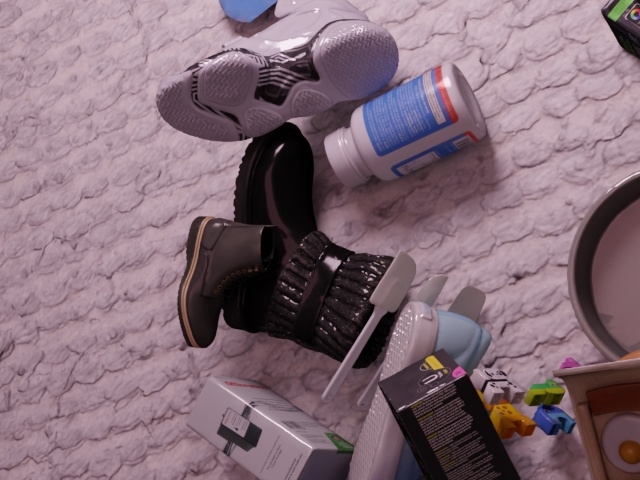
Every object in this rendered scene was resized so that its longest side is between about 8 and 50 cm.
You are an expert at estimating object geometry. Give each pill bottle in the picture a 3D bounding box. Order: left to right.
[{"bbox_3d":[0.121,-0.163,1.583,0.221,0.124,0.124,-24,69,20],"label":"pill bottle"}]

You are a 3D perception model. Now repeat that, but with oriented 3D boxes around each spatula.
[{"bbox_3d":[0.117,0.149,1.513,0.242,0.168,0.019,-60,29,7],"label":"spatula"}]

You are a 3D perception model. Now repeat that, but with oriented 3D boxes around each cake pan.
[{"bbox_3d":[0.473,0.044,1.395,0.293,0.054,0.293,-6,76,26],"label":"cake pan"}]

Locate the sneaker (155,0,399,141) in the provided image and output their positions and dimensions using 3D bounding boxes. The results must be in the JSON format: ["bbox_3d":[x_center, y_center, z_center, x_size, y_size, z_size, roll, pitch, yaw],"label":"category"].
[{"bbox_3d":[-0.073,-0.272,1.642,0.365,0.137,0.210,-15,32,0],"label":"sneaker"}]

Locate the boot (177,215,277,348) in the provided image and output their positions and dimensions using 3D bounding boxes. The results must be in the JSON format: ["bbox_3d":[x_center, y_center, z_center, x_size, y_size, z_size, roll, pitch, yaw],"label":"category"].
[{"bbox_3d":[-0.134,0.065,1.574,0.137,0.077,0.198,3,92,31],"label":"boot"}]

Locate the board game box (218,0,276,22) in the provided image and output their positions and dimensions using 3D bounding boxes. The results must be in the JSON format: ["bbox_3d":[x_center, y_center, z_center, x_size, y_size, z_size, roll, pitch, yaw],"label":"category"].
[{"bbox_3d":[-0.096,-0.439,1.811,0.168,0.033,0.133,-36,60,11],"label":"board game box"}]

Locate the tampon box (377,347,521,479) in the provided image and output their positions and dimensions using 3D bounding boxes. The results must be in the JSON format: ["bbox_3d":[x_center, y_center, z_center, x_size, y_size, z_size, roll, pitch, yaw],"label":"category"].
[{"bbox_3d":[0.160,0.239,1.352,0.101,0.120,0.161,-28,103,-4],"label":"tampon box"}]

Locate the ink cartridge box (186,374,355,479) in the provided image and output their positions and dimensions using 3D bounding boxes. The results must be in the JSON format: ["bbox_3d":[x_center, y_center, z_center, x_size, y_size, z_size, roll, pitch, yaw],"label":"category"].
[{"bbox_3d":[-0.070,0.288,1.567,0.208,0.153,0.087,30,94,30],"label":"ink cartridge box"}]

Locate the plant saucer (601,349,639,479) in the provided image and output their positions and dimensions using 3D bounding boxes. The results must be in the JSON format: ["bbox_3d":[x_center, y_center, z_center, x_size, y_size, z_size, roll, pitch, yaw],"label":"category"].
[{"bbox_3d":[0.437,0.233,1.343,0.199,0.037,0.200,5,103,24],"label":"plant saucer"}]

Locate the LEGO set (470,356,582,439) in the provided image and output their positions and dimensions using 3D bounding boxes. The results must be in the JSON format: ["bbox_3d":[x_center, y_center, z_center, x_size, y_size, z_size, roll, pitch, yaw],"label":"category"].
[{"bbox_3d":[0.264,0.202,1.404,0.093,0.227,0.087,44,121,45],"label":"LEGO set"}]

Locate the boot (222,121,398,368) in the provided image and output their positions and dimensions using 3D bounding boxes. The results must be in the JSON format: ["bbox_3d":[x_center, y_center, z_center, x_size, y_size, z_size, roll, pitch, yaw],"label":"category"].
[{"bbox_3d":[0.002,0.001,1.600,0.260,0.131,0.348,9,94,35],"label":"boot"}]

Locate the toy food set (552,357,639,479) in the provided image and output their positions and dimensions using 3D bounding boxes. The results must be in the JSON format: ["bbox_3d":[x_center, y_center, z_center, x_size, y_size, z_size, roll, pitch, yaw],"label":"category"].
[{"bbox_3d":[0.423,0.283,1.286,0.219,0.092,0.306,-13,94,27],"label":"toy food set"}]

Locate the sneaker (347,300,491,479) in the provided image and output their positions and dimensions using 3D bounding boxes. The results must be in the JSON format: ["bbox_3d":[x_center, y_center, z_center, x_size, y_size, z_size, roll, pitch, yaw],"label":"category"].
[{"bbox_3d":[0.141,0.271,1.477,0.150,0.135,0.366,14,108,-9],"label":"sneaker"}]

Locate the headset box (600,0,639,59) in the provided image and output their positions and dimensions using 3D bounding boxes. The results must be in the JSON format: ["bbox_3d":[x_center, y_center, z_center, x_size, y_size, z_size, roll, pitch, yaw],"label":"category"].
[{"bbox_3d":[0.547,-0.310,1.392,0.246,0.131,0.283,-50,61,9],"label":"headset box"}]
